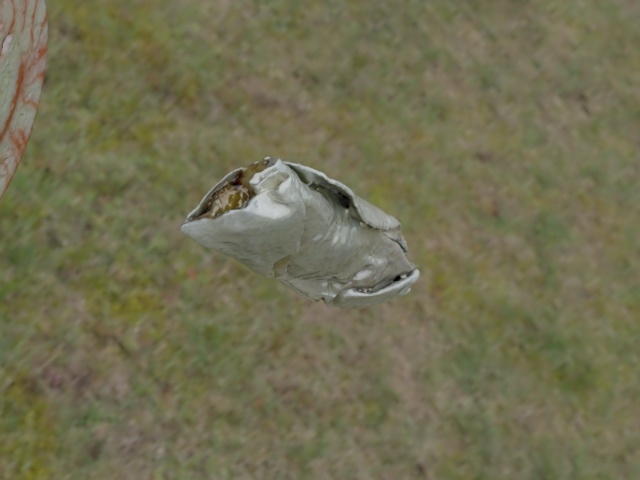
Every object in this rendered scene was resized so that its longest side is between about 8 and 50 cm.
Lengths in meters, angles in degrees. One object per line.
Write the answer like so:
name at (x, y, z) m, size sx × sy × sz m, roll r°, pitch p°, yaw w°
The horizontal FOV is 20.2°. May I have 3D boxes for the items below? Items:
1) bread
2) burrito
bread at (-0.359, -0.141, 1.677) m, size 0.114 × 0.295 × 0.327 m, roll 13°, pitch 9°, yaw 7°
burrito at (0.000, 0.000, 1.553) m, size 0.392 × 0.117 × 0.076 m, roll 29°, pitch 39°, yaw -67°
